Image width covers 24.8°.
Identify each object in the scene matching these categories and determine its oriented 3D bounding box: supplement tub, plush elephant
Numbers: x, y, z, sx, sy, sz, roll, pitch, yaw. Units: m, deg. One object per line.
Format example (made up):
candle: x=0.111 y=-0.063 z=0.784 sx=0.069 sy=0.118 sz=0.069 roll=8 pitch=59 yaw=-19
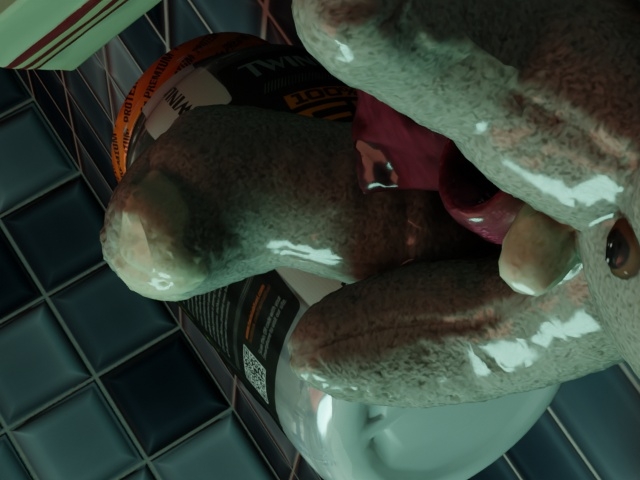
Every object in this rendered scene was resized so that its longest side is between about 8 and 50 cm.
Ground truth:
supplement tub: x=0.000 y=0.000 z=0.984 sx=0.338 sy=0.207 sz=0.207 roll=44 pitch=159 yaw=43
plush elephant: x=0.088 y=-0.036 z=0.412 sx=0.330 sy=0.272 sz=0.255 roll=24 pitch=-168 yaw=-1

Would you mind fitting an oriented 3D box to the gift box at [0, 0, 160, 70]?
gift box: x=-0.131 y=-0.263 z=0.787 sx=0.255 sy=0.258 sz=0.276 roll=53 pitch=-170 yaw=-5
